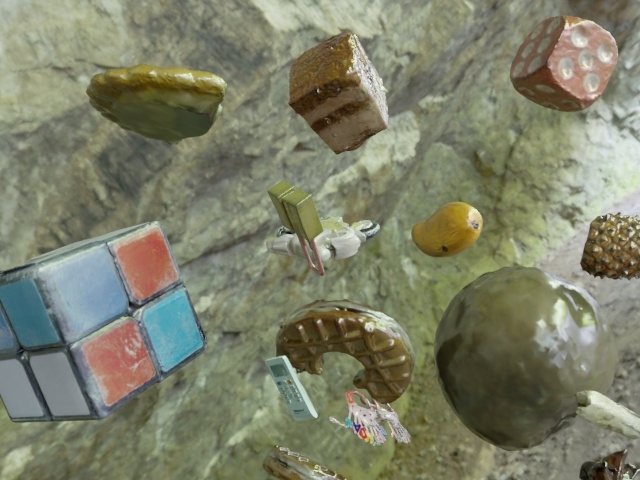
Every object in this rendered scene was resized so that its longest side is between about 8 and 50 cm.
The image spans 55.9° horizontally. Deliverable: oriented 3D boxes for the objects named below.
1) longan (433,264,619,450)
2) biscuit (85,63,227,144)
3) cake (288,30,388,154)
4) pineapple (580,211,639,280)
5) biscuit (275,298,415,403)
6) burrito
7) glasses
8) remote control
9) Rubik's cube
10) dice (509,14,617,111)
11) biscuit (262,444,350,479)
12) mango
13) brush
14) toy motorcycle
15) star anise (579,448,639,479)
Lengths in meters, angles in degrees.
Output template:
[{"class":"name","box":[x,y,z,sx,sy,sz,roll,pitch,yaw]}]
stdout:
[{"class":"longan","box":[0.480,0.270,1.462,0.404,0.404,0.435,-32,-26,-50]},{"class":"biscuit","box":[-0.357,-0.299,1.399,0.330,0.078,0.335,2,-14,6]},{"class":"cake","box":[0.069,-0.362,1.573,0.199,0.196,0.293,-24,-45,22]},{"class":"pineapple","box":[0.748,0.041,1.268,0.166,0.365,0.165,-31,-52,-49]},{"class":"biscuit","box":[0.068,0.267,1.522,0.115,0.367,0.268,-69,-4,-51]},{"class":"burrito","box":[0.439,0.264,0.898,0.041,0.149,0.055,-54,20,29]},{"class":"glasses","box":[0.130,0.485,1.576,0.256,0.162,0.095,18,-69,-43]},{"class":"remote control","box":[-0.063,0.326,1.330,0.061,0.162,0.029,-19,10,35]},{"class":"Rubik's cube","box":[-0.482,0.163,1.246,0.316,0.318,0.313,-11,12,34]},{"class":"dice","box":[0.574,-0.419,1.441,0.174,0.179,0.174,-68,16,3]},{"class":"biscuit","box":[-0.039,0.791,2.027,0.103,0.332,0.332,-63,-1,-18]},{"class":"mango","box":[0.429,-0.031,2.038,0.120,0.176,0.295,4,-16,-27]},{"class":"brush","box":[-0.033,-0.013,1.298,0.047,0.103,0.233,-38,-49,-20]},{"class":"toy motorcycle","box":[0.000,0.000,1.842,0.341,0.107,0.223,0,30,23]},{"class":"star anise","box":[0.699,0.633,1.540,0.272,0.272,0.102,-40,36,-7]}]
